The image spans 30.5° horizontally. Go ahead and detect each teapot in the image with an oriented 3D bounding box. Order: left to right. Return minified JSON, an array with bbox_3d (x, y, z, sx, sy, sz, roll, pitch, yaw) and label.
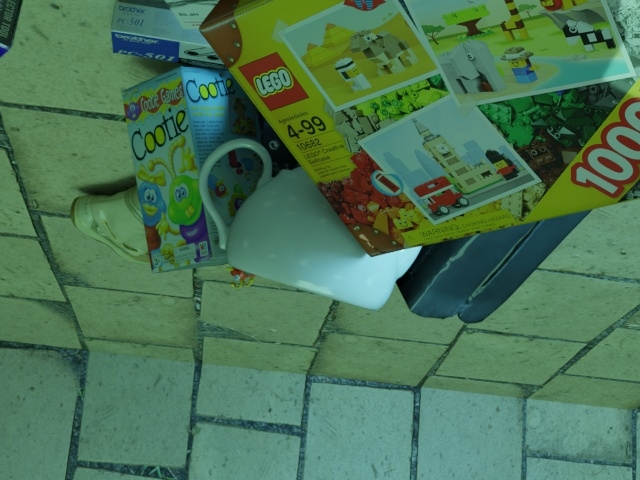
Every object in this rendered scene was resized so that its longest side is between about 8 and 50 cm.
[{"bbox_3d":[-0.002,-0.024,1.584,0.252,0.187,0.256,16,178,42],"label":"teapot"}]

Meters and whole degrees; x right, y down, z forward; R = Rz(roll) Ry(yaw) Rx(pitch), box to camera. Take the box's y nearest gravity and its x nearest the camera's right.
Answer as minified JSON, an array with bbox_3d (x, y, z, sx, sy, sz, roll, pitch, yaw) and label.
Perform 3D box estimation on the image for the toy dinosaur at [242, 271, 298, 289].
[{"bbox_3d":[-0.034,-0.039,2.053,0.200,0.296,0.127,42,180,19],"label":"toy dinosaur"}]

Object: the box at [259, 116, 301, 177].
[{"bbox_3d":[0.081,-0.138,1.755,0.294,0.183,0.296,1,160,9],"label":"box"}]

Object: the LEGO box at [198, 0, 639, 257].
[{"bbox_3d":[0.178,-0.213,1.294,0.500,0.193,0.372,-14,123,42],"label":"LEGO box"}]

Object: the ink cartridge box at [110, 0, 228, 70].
[{"bbox_3d":[-0.181,-0.277,1.615,0.207,0.046,0.097,8,170,-7],"label":"ink cartridge box"}]

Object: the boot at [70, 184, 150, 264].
[{"bbox_3d":[-0.325,-0.032,2.281,0.203,0.095,0.262,-12,150,37],"label":"boot"}]

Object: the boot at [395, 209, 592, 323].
[{"bbox_3d":[0.359,-0.040,1.671,0.367,0.146,0.445,20,120,-32],"label":"boot"}]

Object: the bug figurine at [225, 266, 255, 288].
[{"bbox_3d":[-0.044,0.028,2.278,0.216,0.072,0.279,-15,180,-42],"label":"bug figurine"}]

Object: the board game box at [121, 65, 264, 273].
[{"bbox_3d":[-0.176,-0.103,1.731,0.142,0.275,0.144,-13,175,42],"label":"board game box"}]

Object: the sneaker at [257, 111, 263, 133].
[{"bbox_3d":[-0.098,-0.145,1.924,0.104,0.095,0.236,8,156,12],"label":"sneaker"}]

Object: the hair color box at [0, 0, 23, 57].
[{"bbox_3d":[-0.486,-0.282,1.495,0.110,0.185,0.339,21,154,-34],"label":"hair color box"}]

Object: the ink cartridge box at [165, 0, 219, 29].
[{"bbox_3d":[-0.139,-0.319,1.484,0.104,0.060,0.180,1,160,14],"label":"ink cartridge box"}]
